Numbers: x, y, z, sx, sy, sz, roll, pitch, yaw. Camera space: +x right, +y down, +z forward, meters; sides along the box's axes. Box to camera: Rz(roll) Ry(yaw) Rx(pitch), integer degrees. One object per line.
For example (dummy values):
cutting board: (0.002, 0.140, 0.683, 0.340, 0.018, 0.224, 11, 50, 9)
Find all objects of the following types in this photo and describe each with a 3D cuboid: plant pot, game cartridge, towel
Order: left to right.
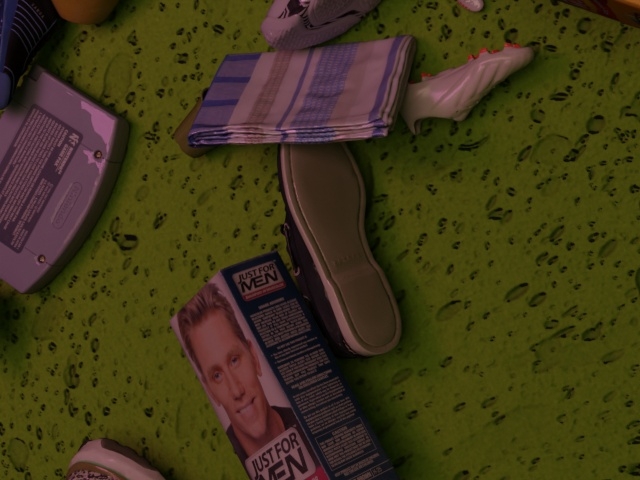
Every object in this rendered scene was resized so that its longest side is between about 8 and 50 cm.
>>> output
game cartridge: (-0.408, -0.082, 2.003, 0.198, 0.062, 0.297, 32, 99, 12)
plant pot: (-0.336, -0.365, 1.961, 0.134, 0.134, 0.095, 24, 123, 20)
plant pot: (-0.159, -0.156, 1.909, 0.079, 0.083, 0.083, -39, 75, 28)
towel: (-0.022, -0.198, 1.808, 0.285, 0.209, 0.034, -2, 132, 20)

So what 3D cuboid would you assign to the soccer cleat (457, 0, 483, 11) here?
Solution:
soccer cleat: (0.182, -0.333, 1.804, 0.029, 0.035, 0.083, -42, 75, 14)

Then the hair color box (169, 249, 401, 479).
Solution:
hair color box: (-0.052, 0.208, 1.796, 0.174, 0.105, 0.347, -43, 71, 50)

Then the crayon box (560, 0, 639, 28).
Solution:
crayon box: (0.371, -0.309, 1.644, 0.318, 0.202, 0.081, 23, 97, 20)

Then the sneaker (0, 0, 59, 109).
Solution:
sneaker: (-0.426, -0.292, 1.975, 0.081, 0.090, 0.232, -11, 69, 57)

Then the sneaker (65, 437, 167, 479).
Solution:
sneaker: (-0.212, 0.428, 1.827, 0.410, 0.182, 0.158, 22, 129, 24)

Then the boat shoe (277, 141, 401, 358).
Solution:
boat shoe: (0.004, 0.000, 1.821, 0.113, 0.127, 0.340, -31, 78, 53)

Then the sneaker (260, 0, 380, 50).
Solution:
sneaker: (0.027, -0.431, 1.819, 0.366, 0.137, 0.210, -43, 69, 16)

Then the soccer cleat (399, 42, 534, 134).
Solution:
soccer cleat: (0.192, -0.198, 1.784, 0.196, 0.068, 0.076, -19, 86, 26)
